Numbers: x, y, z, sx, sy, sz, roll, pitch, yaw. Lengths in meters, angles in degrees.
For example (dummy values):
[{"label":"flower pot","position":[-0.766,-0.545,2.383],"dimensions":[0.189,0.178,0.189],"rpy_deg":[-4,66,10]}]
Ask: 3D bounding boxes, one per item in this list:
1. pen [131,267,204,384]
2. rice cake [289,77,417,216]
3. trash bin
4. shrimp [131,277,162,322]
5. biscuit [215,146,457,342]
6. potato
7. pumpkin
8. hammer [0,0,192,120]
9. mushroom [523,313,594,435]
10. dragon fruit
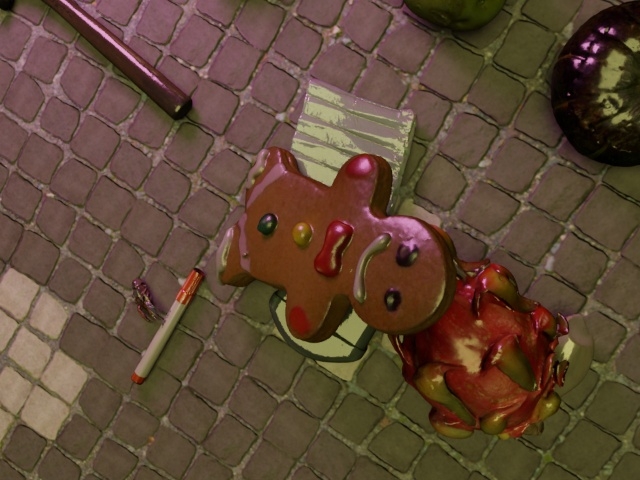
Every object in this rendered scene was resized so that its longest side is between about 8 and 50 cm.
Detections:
[{"label":"pen","position":[-0.275,0.155,0.977],"dimensions":[0.028,0.028,0.239],"rpy_deg":[32,97,8]},{"label":"rice cake","position":[0.050,-0.156,0.903],"dimensions":[0.198,0.037,0.189],"rpy_deg":[16,95,10]},{"label":"trash bin","position":[0.031,0.082,0.886],"dimensions":[0.176,0.101,0.236],"rpy_deg":[32,95,9]},{"label":"shrimp","position":[-0.318,0.113,0.979],"dimensions":[0.038,0.029,0.092],"rpy_deg":[-44,67,26]},{"label":"biscuit","position":[-0.001,0.000,0.772],"dimensions":[0.432,0.064,0.283],"rpy_deg":[26,95,44]},{"label":"potato","position":[0.187,-0.437,0.814],"dimensions":[0.186,0.148,0.253],"rpy_deg":[-39,86,11]},{"label":"pumpkin","position":[0.449,-0.223,0.769],"dimensions":[0.238,0.159,0.238],"rpy_deg":[0,91,5]},{"label":"hammer","position":[-0.403,-0.368,0.975],"dimensions":[0.440,0.044,0.168],"rpy_deg":[42,100,6]},{"label":"mushroom","position":[0.350,0.207,0.834],"dimensions":[0.088,0.097,0.212],"rpy_deg":[27,96,-5]},{"label":"dragon fruit","position":[0.207,0.133,0.781],"dimensions":[0.227,0.243,0.307],"rpy_deg":[-21,70,49]}]
